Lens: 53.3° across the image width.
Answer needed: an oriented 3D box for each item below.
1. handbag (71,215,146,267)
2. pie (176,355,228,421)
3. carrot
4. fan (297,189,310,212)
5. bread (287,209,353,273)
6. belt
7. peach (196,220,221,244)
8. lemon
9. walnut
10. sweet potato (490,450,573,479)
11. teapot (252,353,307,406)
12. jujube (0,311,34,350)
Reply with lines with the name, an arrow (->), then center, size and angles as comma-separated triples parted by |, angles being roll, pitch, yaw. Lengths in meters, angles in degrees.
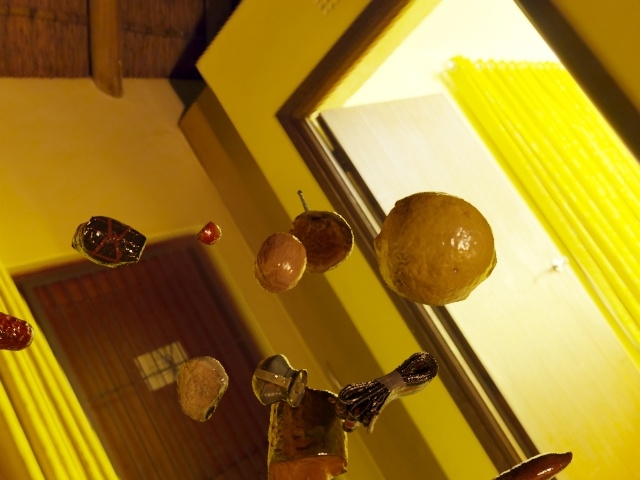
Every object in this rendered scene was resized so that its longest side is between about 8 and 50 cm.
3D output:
handbag -> -0.714, 0.005, 2.155 | 0.215, 0.155, 0.169 | 23, -24, -26
pie -> -0.402, 0.479, 2.105 | 0.218, 0.185, 0.052 | -59, -18, 18
carrot -> -0.039, 0.594, 1.896 | 0.241, 0.341, 0.241 | -2, -23, -1
fan -> -0.047, -0.110, 2.347 | 0.016, 0.038, 0.193 | -62, -36, -37
bread -> 0.000, 0.000, 2.296 | 0.244, 0.245, 0.134 | -34, -10, 9
belt -> 0.191, 0.419, 1.793 | 0.359, 0.126, 0.094 | -21, -40, -38
peach -> -0.339, -0.027, 1.945 | 0.050, 0.077, 0.083 | -33, -29, 31
lemon -> 0.350, 0.025, 1.918 | 0.387, 0.350, 0.350 | 10, -19, -2
walnut -> -0.123, 0.068, 1.964 | 0.165, 0.165, 0.197 | -40, 17, 32
sweet potato -> 0.422, 0.493, 1.327 | 0.264, 0.057, 0.057 | -17, -17, -18
teapot -> -0.105, 0.349, 1.583 | 0.166, 0.119, 0.130 | 51, -125, -65
jujube -> -0.932, 0.268, 1.864 | 0.176, 0.109, 0.112 | 25, -7, -31
